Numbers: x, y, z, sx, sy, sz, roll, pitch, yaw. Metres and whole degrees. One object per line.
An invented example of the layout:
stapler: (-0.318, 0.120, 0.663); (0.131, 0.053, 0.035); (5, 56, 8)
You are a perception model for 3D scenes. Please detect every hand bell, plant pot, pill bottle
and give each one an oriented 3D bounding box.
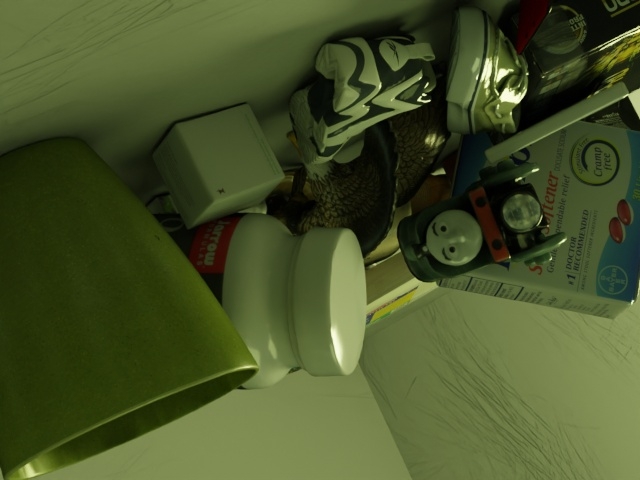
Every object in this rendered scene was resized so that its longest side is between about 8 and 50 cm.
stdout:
hand bell: (-0.105, -0.012, 2.019); (0.126, 0.126, 0.242); (-16, 178, -40)
plant pot: (-0.246, 0.055, 1.397); (0.275, 0.293, 0.275); (-24, 171, -4)
pill bottle: (-0.140, 0.071, 1.628); (0.363, 0.210, 0.210); (-1, 177, 16)

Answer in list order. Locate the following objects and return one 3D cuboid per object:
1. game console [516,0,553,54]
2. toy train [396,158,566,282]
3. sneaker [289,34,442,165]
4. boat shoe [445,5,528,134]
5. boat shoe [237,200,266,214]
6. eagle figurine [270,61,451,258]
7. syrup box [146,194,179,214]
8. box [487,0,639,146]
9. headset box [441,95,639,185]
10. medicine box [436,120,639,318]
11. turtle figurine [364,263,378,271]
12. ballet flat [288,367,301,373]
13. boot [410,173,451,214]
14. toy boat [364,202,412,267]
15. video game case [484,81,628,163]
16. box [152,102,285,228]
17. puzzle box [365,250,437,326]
game console: (0.265, -0.280, 1.488); (0.124, 0.085, 0.144); (-23, 170, -11)
toy train: (0.202, -0.013, 1.811); (0.190, 0.142, 0.334); (-22, 180, 0)
sneaker: (0.059, -0.164, 1.568); (0.153, 0.094, 0.235); (-12, 156, -19)
boat shoe: (0.196, -0.196, 1.609); (0.094, 0.109, 0.302); (4, 171, 7)
boat shoe: (-0.152, 0.009, 1.940); (0.084, 0.095, 0.258); (-4, 162, -30)
eagle figurine: (0.052, -0.075, 1.772); (0.298, 0.226, 0.225); (-26, 151, 34)
syrup box: (-0.216, 0.018, 1.857); (0.093, 0.096, 0.237); (-17, 167, -39)
box: (0.379, -0.262, 1.815); (0.318, 0.097, 0.395); (-25, 170, -5)
headset box: (0.366, -0.151, 2.332); (0.293, 0.110, 0.218); (-33, 167, 40)
medicine box: (0.337, -0.043, 2.066); (0.289, 0.263, 0.149); (11, 169, 3)
turtle figurine: (0.052, 0.044, 2.582); (0.175, 0.118, 0.234); (-36, 172, -46)
ballet flat: (-0.243, 0.143, 2.129); (0.483, 0.164, 0.182); (-3, -162, -2)
boot: (0.105, -0.021, 2.407); (0.295, 0.104, 0.211); (-36, 166, 32)
toy boat: (0.000, 0.000, 2.206); (0.268, 0.148, 0.318); (-17, 163, -14)
video game case: (0.303, -0.150, 1.777); (0.190, 0.022, 0.173); (-27, 180, 9)
box: (-0.116, -0.084, 1.547); (0.102, 0.101, 0.087); (-21, 169, -31)
puzzle box: (0.179, 0.041, 2.287); (0.409, 0.052, 0.272); (-29, 170, -10)
